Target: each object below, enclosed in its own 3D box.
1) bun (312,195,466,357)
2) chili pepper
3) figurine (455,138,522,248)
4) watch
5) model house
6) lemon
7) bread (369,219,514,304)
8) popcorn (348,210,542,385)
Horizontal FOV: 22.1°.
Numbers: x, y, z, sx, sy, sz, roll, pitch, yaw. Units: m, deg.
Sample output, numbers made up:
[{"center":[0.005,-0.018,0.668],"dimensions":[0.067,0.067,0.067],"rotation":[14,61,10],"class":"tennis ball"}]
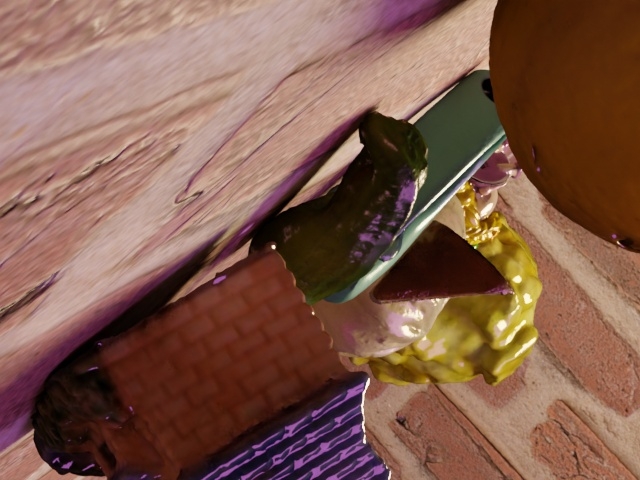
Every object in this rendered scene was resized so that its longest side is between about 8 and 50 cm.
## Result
[{"center":[0.073,0.033,1.605],"dimensions":[0.193,0.128,0.178],"rotation":[-43,175,-16],"class":"bun"},{"center":[-0.001,-0.002,1.059],"dimensions":[0.204,0.073,0.072],"rotation":[-44,-171,33],"class":"chili pepper"},{"center":[0.136,-0.038,1.738],"dimensions":[0.115,0.095,0.156],"rotation":[-7,151,-19],"class":"figurine"},{"center":[0.068,-0.038,1.275],"dimensions":[0.237,0.068,0.195],"rotation":[-39,173,-47],"class":"watch"},{"center":[-0.065,0.132,0.995],"dimensions":[0.166,0.172,0.183],"rotation":[-33,173,-28],"class":"model house"},{"center":[0.215,-0.109,0.909],"dimensions":[0.253,0.228,0.228],"rotation":[-39,174,-48],"class":"lemon"},{"center":[0.089,0.016,1.222],"dimensions":[0.109,0.062,0.043],"rotation":[-1,177,-4],"class":"bread"},{"center":[0.138,0.063,1.976],"dimensions":[0.250,0.235,0.242],"rotation":[-3,171,4],"class":"popcorn"}]
